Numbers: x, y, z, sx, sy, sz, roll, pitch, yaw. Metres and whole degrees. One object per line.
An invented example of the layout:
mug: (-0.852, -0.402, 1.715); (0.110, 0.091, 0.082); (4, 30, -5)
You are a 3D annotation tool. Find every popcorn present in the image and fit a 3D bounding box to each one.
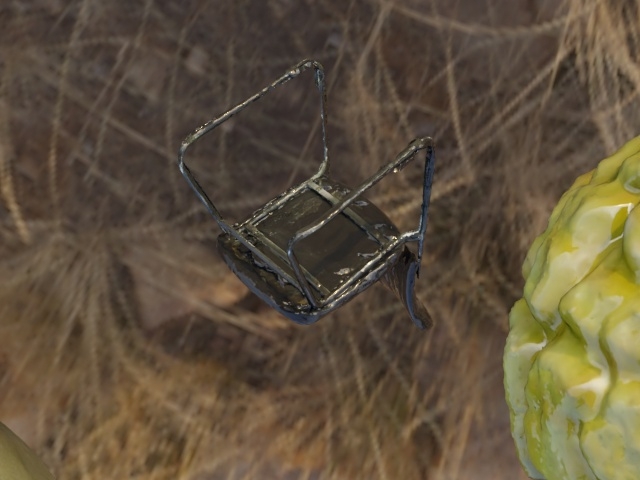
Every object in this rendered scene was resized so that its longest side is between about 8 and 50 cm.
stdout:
popcorn: (0.213, 0.056, 0.725); (0.258, 0.224, 0.270); (29, 122, -34)

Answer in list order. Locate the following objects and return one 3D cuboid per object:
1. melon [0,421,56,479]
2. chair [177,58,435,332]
melon: (-0.272, 0.205, 0.999); (0.308, 0.272, 0.272); (19, 131, 16)
chair: (0.000, 0.000, 1.298); (0.140, 0.145, 0.221); (39, 154, 34)
